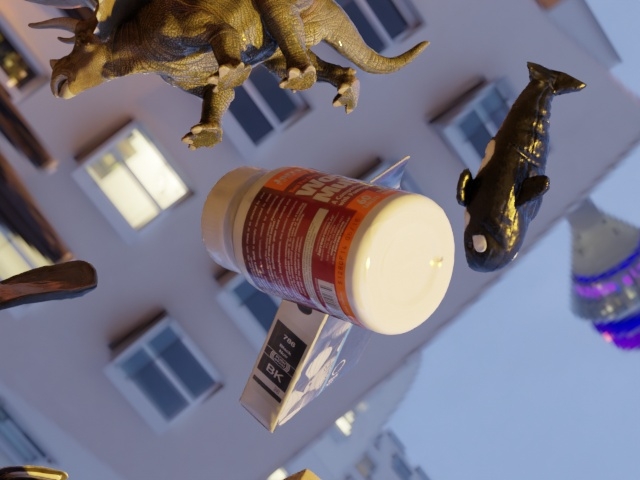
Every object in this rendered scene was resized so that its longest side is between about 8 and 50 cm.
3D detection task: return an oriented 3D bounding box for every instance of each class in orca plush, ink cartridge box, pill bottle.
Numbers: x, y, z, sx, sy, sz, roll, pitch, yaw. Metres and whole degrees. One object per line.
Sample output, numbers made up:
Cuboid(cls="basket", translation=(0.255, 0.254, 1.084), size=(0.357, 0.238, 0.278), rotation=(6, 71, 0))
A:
Cuboid(cls="orca plush", translation=(0.282, -0.085, 1.679), size=(0.102, 0.151, 0.287), rotation=(24, -99, 53))
Cuboid(cls="ink cartridge box", translation=(0.019, 0.067, 1.411), size=(0.165, 0.065, 0.332), rotation=(-35, 157, -38))
Cuboid(cls="pill bottle", translation=(0.000, 0.000, 1.118), size=(0.221, 0.121, 0.121), rotation=(17, -126, 45))

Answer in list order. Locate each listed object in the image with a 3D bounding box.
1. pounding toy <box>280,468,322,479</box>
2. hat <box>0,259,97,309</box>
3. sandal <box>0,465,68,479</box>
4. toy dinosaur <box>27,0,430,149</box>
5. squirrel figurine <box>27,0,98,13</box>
Cuboid(cls="pounding toy", translation=(-0.013, 0.315, 1.182), size=(0.100, 0.141, 0.130), rotation=(-35, -162, 50))
Cuboid(cls="hat", translation=(-0.325, 0.025, 0.895), size=(0.331, 0.134, 0.331), rotation=(-20, -174, 2))
Cuboid(cls="sandal", translation=(-0.235, 0.218, 1.033), size=(0.102, 0.076, 0.265), rotation=(-15, 180, -43))
Cuboid(cls="toy dinosaur", translation=(-0.058, -0.168, 1.001), size=(0.314, 0.160, 0.121), rotation=(-16, 152, -15))
Cuboid(cls="squirrel figurine", translation=(-0.201, -0.276, 0.968), size=(0.397, 0.281, 0.370), rotation=(-10, 171, 16))
